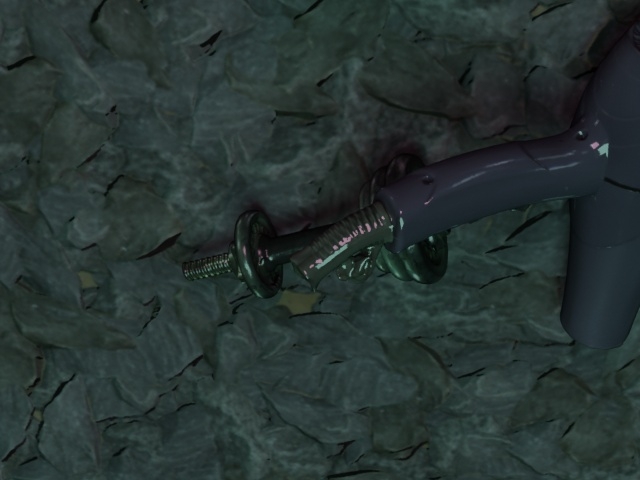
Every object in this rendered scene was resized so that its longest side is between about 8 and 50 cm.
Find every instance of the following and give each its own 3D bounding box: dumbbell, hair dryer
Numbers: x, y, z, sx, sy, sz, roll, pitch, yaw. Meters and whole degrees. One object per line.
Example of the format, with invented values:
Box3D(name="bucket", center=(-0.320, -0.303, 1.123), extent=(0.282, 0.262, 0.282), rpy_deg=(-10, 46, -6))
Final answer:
Box3D(name="dumbbell", center=(0.000, 0.000, 1.267), extent=(0.254, 0.110, 0.110), rpy_deg=(-13, 121, 20))
Box3D(name="hair dryer", center=(0.140, -0.012, 1.171), extent=(0.361, 0.121, 0.301), rpy_deg=(-12, 135, -21))
